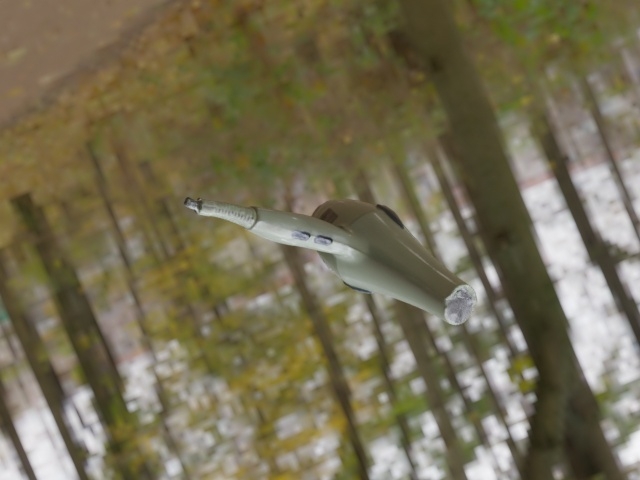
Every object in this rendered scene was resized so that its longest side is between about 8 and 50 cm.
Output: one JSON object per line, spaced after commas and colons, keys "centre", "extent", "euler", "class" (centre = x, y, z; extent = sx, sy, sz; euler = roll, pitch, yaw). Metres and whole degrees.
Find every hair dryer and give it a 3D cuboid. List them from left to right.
{"centre": [0.019, 0.008, 1.326], "extent": [0.167, 0.067, 0.199], "euler": [27, -171, 33], "class": "hair dryer"}
